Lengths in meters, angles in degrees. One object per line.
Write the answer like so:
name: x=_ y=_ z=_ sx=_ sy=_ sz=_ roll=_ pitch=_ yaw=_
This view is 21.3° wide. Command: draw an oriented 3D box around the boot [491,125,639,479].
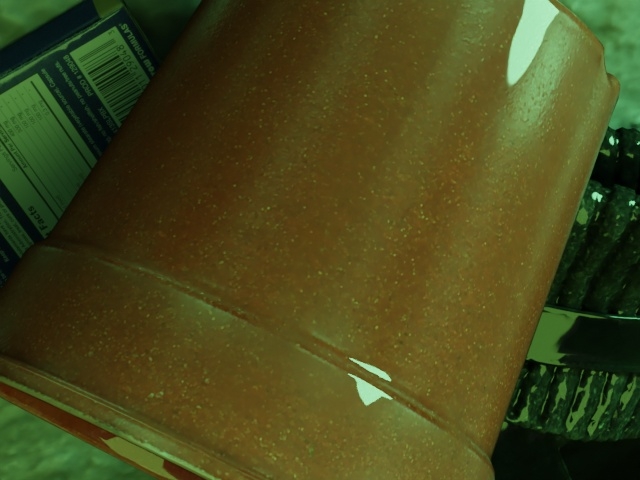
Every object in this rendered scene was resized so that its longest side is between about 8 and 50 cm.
boot: x=0.074 y=0.068 z=0.979 sx=0.348 sy=0.131 sz=0.260 roll=-10 pitch=130 yaw=-24

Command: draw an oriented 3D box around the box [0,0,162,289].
box: x=-0.171 y=-0.022 z=0.906 sx=0.225 sy=0.036 sz=0.136 roll=-31 pitch=124 yaw=0

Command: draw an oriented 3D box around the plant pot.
plant pot: x=0.000 y=0.000 z=0.815 sx=0.272 sy=0.272 sz=0.265 roll=33 pitch=77 yaw=-31
